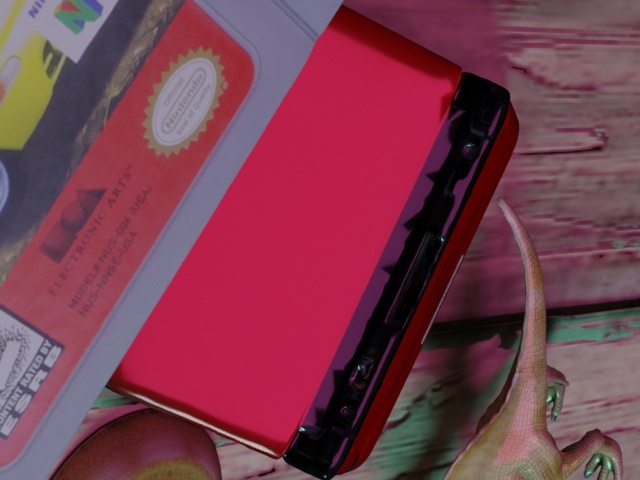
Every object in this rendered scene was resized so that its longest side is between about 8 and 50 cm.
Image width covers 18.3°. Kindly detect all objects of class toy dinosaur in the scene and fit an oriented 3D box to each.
[{"bbox_3d":[0.075,0.077,0.759,0.092,0.053,0.183,-1,115,-53],"label":"toy dinosaur"}]

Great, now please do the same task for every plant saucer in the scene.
[{"bbox_3d":[-0.060,0.097,0.663,0.083,0.015,0.083,-22,123,-38],"label":"plant saucer"}]

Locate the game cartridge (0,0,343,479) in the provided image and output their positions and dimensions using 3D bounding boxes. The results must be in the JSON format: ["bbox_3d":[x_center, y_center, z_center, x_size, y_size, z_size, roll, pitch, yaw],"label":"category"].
[{"bbox_3d":[-0.109,-0.034,0.522,0.196,0.060,0.294,38,80,-44],"label":"game cartridge"}]

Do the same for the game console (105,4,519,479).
[{"bbox_3d":[0.000,0.000,0.681,0.144,0.085,0.124,-64,170,0],"label":"game console"}]
